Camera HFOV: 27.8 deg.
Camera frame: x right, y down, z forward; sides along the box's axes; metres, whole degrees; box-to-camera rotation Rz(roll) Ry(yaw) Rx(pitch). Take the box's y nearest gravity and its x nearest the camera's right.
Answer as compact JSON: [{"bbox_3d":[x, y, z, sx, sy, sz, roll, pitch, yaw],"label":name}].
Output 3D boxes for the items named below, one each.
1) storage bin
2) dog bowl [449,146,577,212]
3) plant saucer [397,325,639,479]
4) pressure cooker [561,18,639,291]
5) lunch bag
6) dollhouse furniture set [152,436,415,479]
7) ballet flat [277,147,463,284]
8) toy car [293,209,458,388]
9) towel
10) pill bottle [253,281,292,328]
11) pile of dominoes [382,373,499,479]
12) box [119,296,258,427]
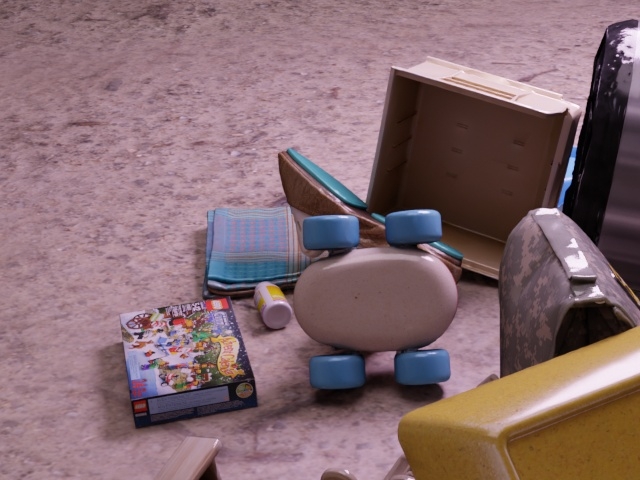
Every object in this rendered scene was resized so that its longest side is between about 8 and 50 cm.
[{"bbox_3d":[0.220,-0.106,1.902,0.260,0.262,0.123,20,25,22],"label":"storage bin"},{"bbox_3d":[0.326,-0.077,2.085,0.297,0.074,0.166,-10,26,-12],"label":"dog bowl"},{"bbox_3d":[0.282,0.252,1.163,0.333,0.333,0.081,-17,-16,-23],"label":"plant saucer"},{"bbox_3d":[0.549,-0.087,1.718,0.420,0.375,0.370,12,44,10],"label":"pressure cooker"},{"bbox_3d":[0.285,0.127,1.429,0.169,0.287,0.235,-6,25,0],"label":"lunch bag"},{"bbox_3d":[-0.034,0.294,1.246,0.242,0.161,0.212,0,31,27],"label":"dollhouse furniture set"},{"bbox_3d":[0.047,-0.006,1.880,0.342,0.124,0.116,33,7,21],"label":"ballet flat"},{"bbox_3d":[0.075,0.079,1.732,0.210,0.219,0.238,-4,-3,3],"label":"toy car"},{"bbox_3d":[0.000,0.000,2.028,0.370,0.040,0.271,-6,27,-1],"label":"towel"},{"bbox_3d":[-0.070,0.090,1.849,0.043,0.043,0.083,-11,27,-12],"label":"pill bottle"},{"bbox_3d":[0.155,0.274,1.362,0.196,0.040,0.251,-42,24,11],"label":"pile of dominoes"},{"bbox_3d":[-0.181,0.157,1.730,0.159,0.044,0.233,-10,26,-9],"label":"box"}]
